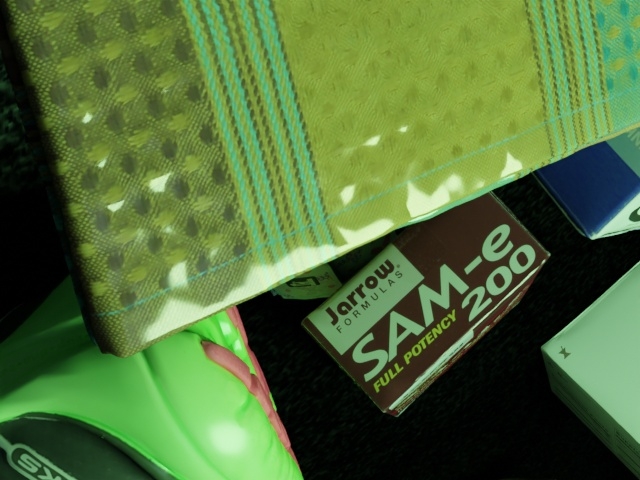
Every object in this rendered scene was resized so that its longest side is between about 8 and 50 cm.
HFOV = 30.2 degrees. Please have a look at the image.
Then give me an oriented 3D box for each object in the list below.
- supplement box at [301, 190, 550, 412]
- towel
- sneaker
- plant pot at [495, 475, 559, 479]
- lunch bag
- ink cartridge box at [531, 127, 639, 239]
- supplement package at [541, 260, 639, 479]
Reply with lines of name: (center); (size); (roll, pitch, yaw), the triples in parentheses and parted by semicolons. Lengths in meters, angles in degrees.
supplement box: (0.068, 0.044, 0.759); (0.130, 0.073, 0.239); (-43, 169, -2)
towel: (0.042, -0.144, 0.458); (0.370, 0.040, 0.271); (-24, 113, -29)
sneaker: (-0.109, 0.163, 0.700); (0.202, 0.185, 0.483); (-21, 145, -5)
plant pot: (0.160, 0.388, 1.264); (0.229, 0.263, 0.263); (5, 127, -33)
lunch bag: (0.000, 0.000, 0.705); (0.083, 0.053, 0.071); (-34, 153, -4)
ink cartridge box: (0.269, -0.149, 0.709); (0.270, 0.151, 0.395); (-10, 147, -46)
supplement package: (0.393, 0.115, 1.204); (0.262, 0.204, 0.145); (-41, 151, -5)
